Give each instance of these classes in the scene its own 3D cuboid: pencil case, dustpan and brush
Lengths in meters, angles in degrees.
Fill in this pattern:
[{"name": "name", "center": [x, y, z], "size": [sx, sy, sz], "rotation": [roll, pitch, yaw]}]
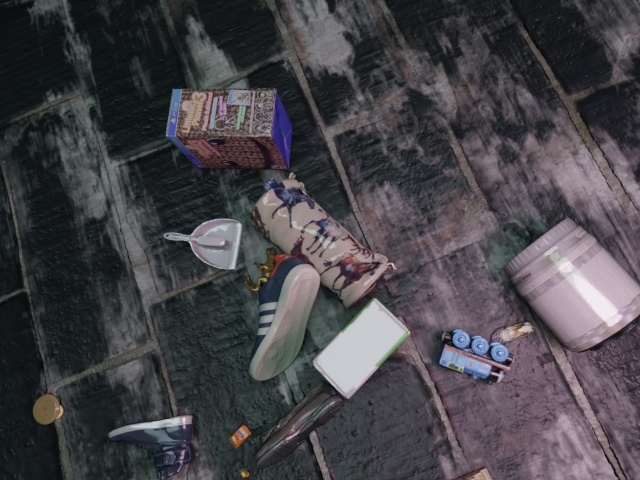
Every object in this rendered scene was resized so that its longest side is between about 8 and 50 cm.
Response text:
[{"name": "pencil case", "center": [0.000, 0.000, 1.378], "size": [0.410, 0.160, 0.183], "rotation": [41, 101, 15]}, {"name": "dustpan and brush", "center": [-0.342, 0.001, 1.476], "size": [0.211, 0.060, 0.147], "rotation": [5, 77, 9]}]

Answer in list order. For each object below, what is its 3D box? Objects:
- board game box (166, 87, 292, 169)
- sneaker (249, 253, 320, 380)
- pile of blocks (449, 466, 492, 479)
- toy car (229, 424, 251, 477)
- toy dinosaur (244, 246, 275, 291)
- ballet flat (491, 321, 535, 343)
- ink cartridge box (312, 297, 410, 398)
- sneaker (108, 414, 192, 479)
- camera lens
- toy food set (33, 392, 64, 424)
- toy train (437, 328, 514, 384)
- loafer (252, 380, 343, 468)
[{"name": "board game box", "center": [-0.245, -0.309, 1.452], "size": [0.290, 0.232, 0.141], "rotation": [2, 77, 9]}, {"name": "sneaker", "center": [-0.118, 0.196, 1.350], "size": [0.148, 0.131, 0.350], "rotation": [37, 110, 43]}, {"name": "pile of blocks", "center": [0.370, 0.719, 1.171], "size": [0.148, 0.112, 0.362], "rotation": [0, 76, 8]}, {"name": "toy car", "center": [-0.198, 0.546, 1.331], "size": [0.060, 0.040, 0.122], "rotation": [-27, 74, 1]}, {"name": "toy dinosaur", "center": [-0.146, 0.118, 1.419], "size": [0.112, 0.064, 0.212], "rotation": [-12, 75, 4]}, {"name": "ballet flat", "center": [0.494, 0.233, 1.312], "size": [0.114, 0.041, 0.041], "rotation": [-18, 74, 3]}, {"name": "ink cartridge box", "center": [0.101, 0.258, 1.239], "size": [0.117, 0.278, 0.201], "rotation": [43, 85, 12]}, {"name": "sneaker", "center": [-0.443, 0.554, 1.340], "size": [0.226, 0.086, 0.164], "rotation": [-9, 72, 5]}, {"name": "camera lens", "center": [0.608, 0.110, 1.233], "size": [0.219, 0.219, 0.274], "rotation": [-36, 74, -2]}, {"name": "toy food set", "center": [-0.765, 0.471, 1.440], "size": [0.083, 0.020, 0.083], "rotation": [-31, 74, 0]}, {"name": "toy train", "center": [0.388, 0.293, 1.296], "size": [0.184, 0.080, 0.105], "rotation": [19, 88, 10]}, {"name": "loafer", "center": [-0.066, 0.470, 1.317], "size": [0.267, 0.096, 0.084], "rotation": [-36, 54, -9]}]
